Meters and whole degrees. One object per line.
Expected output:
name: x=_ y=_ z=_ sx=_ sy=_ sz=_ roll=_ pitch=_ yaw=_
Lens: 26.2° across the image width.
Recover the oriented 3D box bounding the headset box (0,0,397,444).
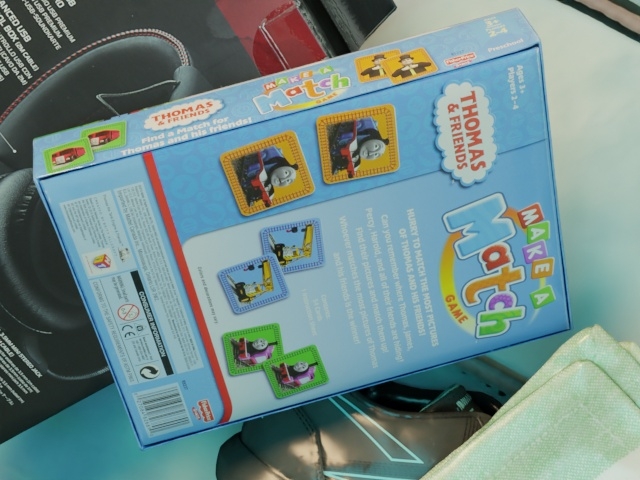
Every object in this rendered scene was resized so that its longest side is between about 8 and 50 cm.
headset box: x=-0.106 y=-0.060 z=0.639 sx=0.293 sy=0.110 sz=0.218 roll=-29 pitch=122 yaw=9

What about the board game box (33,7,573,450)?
board game box: x=0.000 y=0.000 z=0.608 sx=0.211 sy=0.039 sz=0.160 roll=-15 pitch=127 yaw=-1

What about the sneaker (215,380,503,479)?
sneaker: x=0.081 y=0.139 z=0.683 sx=0.267 sy=0.101 sz=0.106 roll=28 pitch=95 yaw=4

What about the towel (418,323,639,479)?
towel: x=0.141 y=0.233 z=0.593 sx=0.248 sy=0.038 sz=0.325 roll=-42 pitch=75 yaw=4
